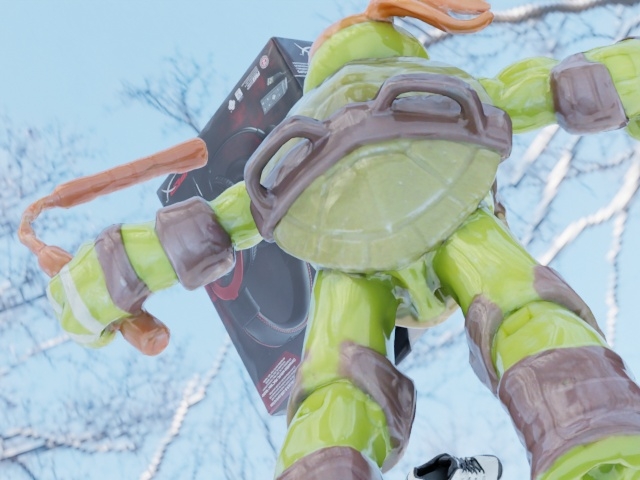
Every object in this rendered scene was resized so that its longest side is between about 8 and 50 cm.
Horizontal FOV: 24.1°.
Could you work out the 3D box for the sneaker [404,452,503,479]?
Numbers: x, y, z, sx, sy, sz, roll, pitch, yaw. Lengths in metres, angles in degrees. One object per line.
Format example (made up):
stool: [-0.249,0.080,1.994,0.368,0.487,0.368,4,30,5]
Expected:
sneaker: [0.090,0.156,0.991,0.083,0.032,0.037,-16,-43,-32]

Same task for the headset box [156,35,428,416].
headset box: [0.000,0.000,1.337,0.110,0.293,0.218,0,-39,-44]

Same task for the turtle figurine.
turtle figurine: [0.036,-0.007,0.421,0.269,0.217,0.087,-16,-46,3]
